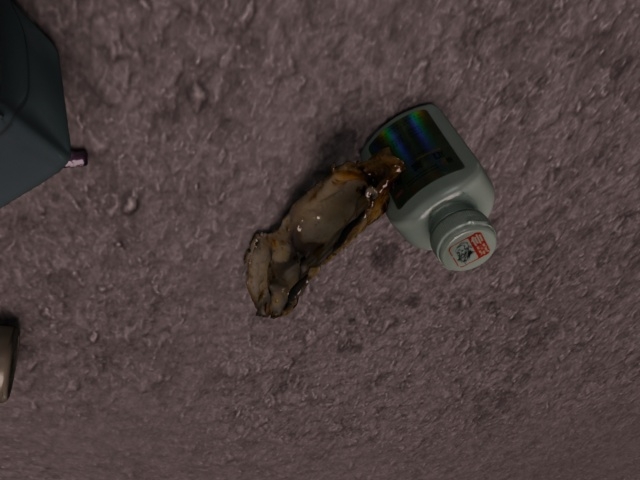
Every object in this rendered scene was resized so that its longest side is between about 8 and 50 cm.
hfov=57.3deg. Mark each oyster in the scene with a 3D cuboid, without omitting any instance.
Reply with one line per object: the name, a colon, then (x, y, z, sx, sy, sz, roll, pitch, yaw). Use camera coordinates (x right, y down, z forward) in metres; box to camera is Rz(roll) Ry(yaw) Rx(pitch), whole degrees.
oyster: (-0.001, -0.002, 0.744, 0.079, 0.128, 0.345, 13, 142, -32)

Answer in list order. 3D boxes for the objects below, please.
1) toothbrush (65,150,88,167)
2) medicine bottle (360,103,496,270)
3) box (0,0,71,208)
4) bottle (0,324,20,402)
toothbrush: (-0.447, -0.086, 0.653, 0.354, 0.024, 0.029, -5, 123, -11)
medicine bottle: (0.132, -0.062, 0.693, 0.121, 0.229, 0.083, -33, 132, 14)
box: (-0.323, -0.131, 0.521, 0.162, 0.227, 0.130, -29, 146, 9)
bottle: (-0.539, 0.160, 0.785, 0.233, 0.110, 0.110, 8, 127, -21)
